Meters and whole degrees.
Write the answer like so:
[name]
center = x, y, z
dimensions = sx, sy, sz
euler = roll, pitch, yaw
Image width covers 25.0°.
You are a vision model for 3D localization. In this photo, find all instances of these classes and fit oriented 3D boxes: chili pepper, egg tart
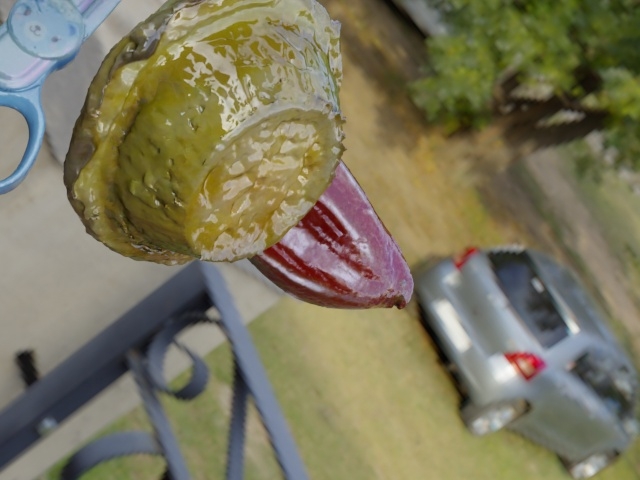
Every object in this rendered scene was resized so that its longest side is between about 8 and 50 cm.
[chili pepper]
center = 0.000, 0.000, 1.494
dimensions = 0.252, 0.136, 0.144
euler = 47, 37, -23
[egg tart]
center = -0.074, -0.082, 1.157
dimensions = 0.118, 0.288, 0.288
euler = 45, 10, 32

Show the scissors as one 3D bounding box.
[scissors]
center = -0.198, -0.146, 1.030
dimensions = 0.125, 0.256, 0.030
euler = 40, -24, 1
